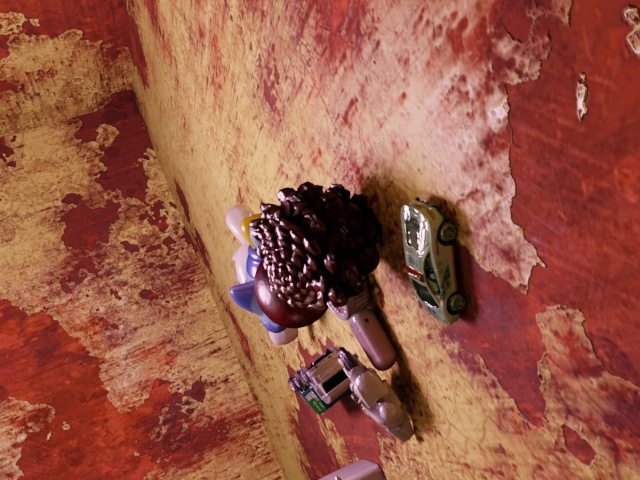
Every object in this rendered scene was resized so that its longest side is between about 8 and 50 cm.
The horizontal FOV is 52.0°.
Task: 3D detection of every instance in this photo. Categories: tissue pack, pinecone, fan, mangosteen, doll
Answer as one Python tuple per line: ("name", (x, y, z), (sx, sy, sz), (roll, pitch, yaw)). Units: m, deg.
("tissue pack", (0.111, 0.685, 1.610), (0.246, 0.135, 0.159), (68, 163, 7))
("pinecone", (0.000, 0.000, 1.058), (0.221, 0.221, 0.221), (56, 159, 36))
("fan", (0.065, 0.131, 1.221), (0.244, 0.074, 0.130), (60, 161, 16))
("mangosteen", (-0.051, 0.084, 1.361), (0.200, 0.199, 0.200), (56, 159, 36))
("doll", (-0.138, 0.087, 1.591), (0.376, 0.187, 0.365), (51, 171, -3))

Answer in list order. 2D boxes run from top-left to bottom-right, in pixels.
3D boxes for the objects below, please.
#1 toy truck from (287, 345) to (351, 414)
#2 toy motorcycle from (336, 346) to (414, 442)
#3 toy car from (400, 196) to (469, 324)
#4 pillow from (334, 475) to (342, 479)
("toy truck", (0.004, 0.345, 1.599), (0.124, 0.114, 0.253), (52, 160, 8))
("toy motorcycle", (0.108, 0.295, 1.224), (0.229, 0.074, 0.151), (57, 172, -30))
("toy car", (0.147, 0.035, 0.885), (0.093, 0.058, 0.186), (34, 141, 59))
("pillow", (0.102, 0.708, 1.404), (0.310, 0.119, 0.312), (41, 132, 37))
